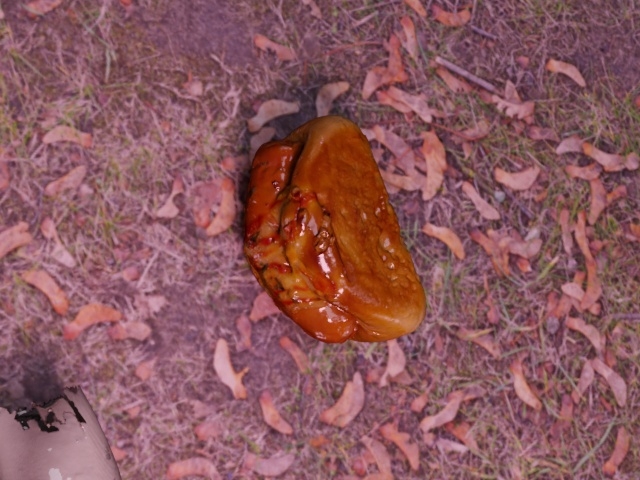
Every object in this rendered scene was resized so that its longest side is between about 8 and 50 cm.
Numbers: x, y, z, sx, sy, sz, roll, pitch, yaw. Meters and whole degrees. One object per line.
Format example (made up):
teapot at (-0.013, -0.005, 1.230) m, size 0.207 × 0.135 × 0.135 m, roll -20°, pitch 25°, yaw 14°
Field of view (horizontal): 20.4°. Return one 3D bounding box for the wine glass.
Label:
wine glass at (-0.234, 0.304, 1.735) m, size 0.143 × 0.143 × 0.321 m, roll -18°, pitch 80°, yaw -29°

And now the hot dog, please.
hot dog at (0.000, 0.000, 1.929) m, size 0.153 × 0.150 × 0.256 m, roll -19°, pitch 87°, yaw -38°
